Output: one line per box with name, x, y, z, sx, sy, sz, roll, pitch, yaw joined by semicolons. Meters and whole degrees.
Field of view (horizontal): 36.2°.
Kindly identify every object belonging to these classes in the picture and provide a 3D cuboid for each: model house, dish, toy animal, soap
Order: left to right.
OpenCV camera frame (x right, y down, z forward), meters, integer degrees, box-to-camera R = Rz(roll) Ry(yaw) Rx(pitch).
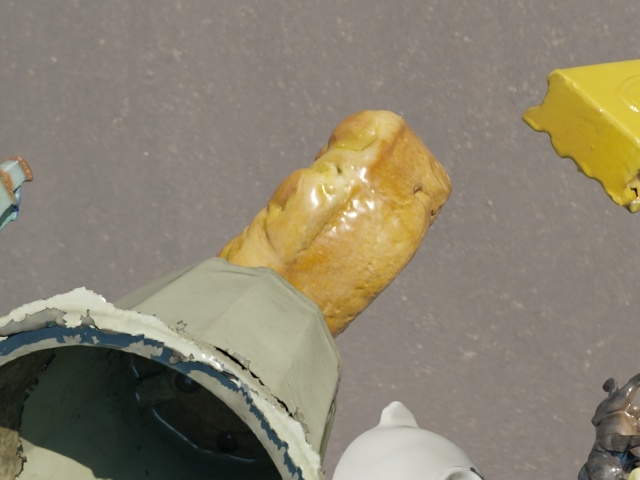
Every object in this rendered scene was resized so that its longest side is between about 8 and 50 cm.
model house;-0.424;-0.067;1.181;0.119;0.148;0.149;-6;30;30
dish;0.118;0.265;0.929;0.086;0.227;0.236;-28;79;42
toy animal;0.399;0.253;1.283;0.148;0.084;0.233;-30;30;33
soap;0.457;-0.159;1.364;0.204;0.324;0.096;49;133;26

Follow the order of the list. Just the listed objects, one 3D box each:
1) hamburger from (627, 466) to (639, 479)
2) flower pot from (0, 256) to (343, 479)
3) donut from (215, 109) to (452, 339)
hamburger;0.339;0.310;0.865;0.236;0.147;0.237;-10;63;21
flower pot;-0.097;0.135;0.690;0.290;0.259;0.291;5;109;14
donut;0.000;0.000;1.066;0.150;0.317;0.299;41;71;-4
